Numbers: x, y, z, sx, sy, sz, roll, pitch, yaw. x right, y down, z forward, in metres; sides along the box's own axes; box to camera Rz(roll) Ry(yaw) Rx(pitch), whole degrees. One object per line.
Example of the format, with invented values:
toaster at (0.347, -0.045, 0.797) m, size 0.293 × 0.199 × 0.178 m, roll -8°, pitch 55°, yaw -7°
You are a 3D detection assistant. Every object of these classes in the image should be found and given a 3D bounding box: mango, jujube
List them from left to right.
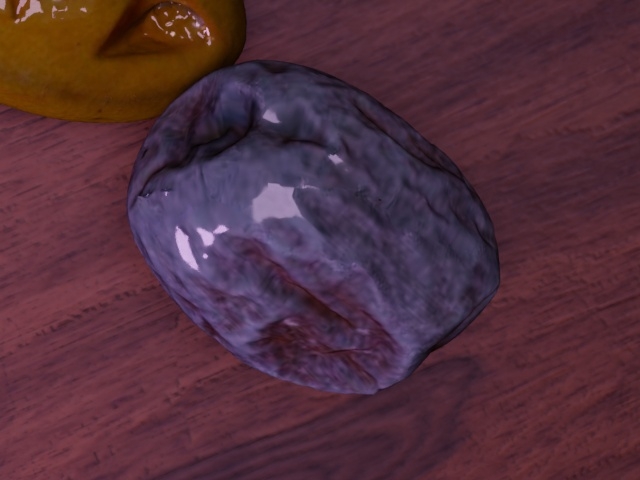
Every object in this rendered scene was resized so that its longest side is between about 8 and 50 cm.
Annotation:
mango at (-0.227, -0.232, 1.533) m, size 0.365 × 0.182 × 0.253 m, roll 27°, pitch 86°, yaw -20°
jujube at (0.003, -0.008, 1.540) m, size 0.246 × 0.215 × 0.308 m, roll -25°, pitch 129°, yaw 30°
